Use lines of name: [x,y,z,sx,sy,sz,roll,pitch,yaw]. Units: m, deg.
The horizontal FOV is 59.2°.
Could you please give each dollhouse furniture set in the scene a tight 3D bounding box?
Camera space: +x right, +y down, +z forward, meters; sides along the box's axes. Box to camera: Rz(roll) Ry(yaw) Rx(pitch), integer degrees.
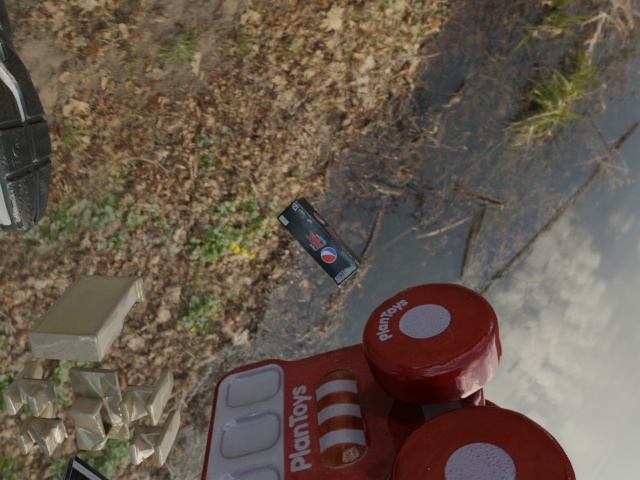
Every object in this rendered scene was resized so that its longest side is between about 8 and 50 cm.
dollhouse furniture set: [-0.549,0.319,1.406,0.361,0.256,0.395,3,118,5]

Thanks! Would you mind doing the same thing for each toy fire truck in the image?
toy fire truck: [0.030,0.182,0.397,0.253,0.302,0.169,-17,120,7]

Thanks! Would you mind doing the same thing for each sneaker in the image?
sneaker: [-0.587,-0.217,0.847,0.257,0.169,0.448,-7,108,0]

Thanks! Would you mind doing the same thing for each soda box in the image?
soda box: [0.000,0.000,1.025,0.053,0.060,0.169,-43,88,14]

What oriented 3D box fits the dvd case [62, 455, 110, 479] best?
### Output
dvd case: [-0.330,0.449,0.826,0.018,0.221,0.165,-30,122,7]
